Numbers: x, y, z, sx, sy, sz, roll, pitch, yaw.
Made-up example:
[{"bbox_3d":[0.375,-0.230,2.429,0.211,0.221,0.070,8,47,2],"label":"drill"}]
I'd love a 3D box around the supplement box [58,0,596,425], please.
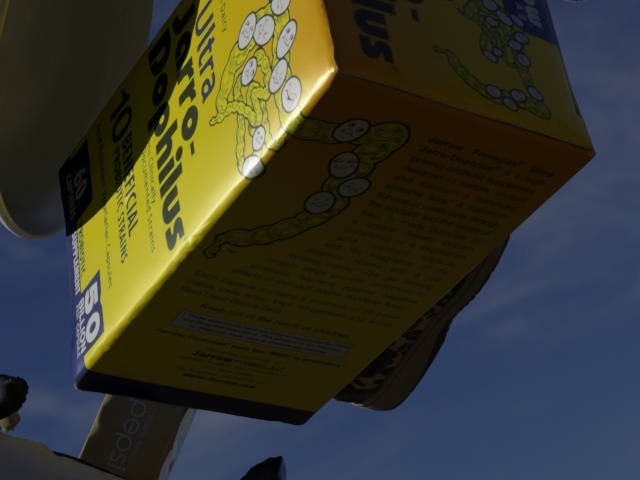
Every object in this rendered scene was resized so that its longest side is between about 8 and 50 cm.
[{"bbox_3d":[-0.016,-0.053,1.093,0.195,0.194,0.356,13,-41,-30],"label":"supplement box"}]

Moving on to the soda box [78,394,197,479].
[{"bbox_3d":[-0.132,0.134,1.216,0.058,0.061,0.181,96,-166,-64],"label":"soda box"}]

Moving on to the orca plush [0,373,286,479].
[{"bbox_3d":[-0.160,0.158,0.922,0.287,0.151,0.102,-9,-29,0],"label":"orca plush"}]

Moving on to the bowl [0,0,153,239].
[{"bbox_3d":[-0.242,-0.157,1.231,0.134,0.298,0.298,14,-18,12],"label":"bowl"}]

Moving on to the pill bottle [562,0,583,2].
[{"bbox_3d":[0.260,-0.304,1.459,0.272,0.152,0.152,-24,-21,-23],"label":"pill bottle"}]

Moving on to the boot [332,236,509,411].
[{"bbox_3d":[0.000,0.000,1.458,0.284,0.138,0.377,6,-50,-26],"label":"boot"}]

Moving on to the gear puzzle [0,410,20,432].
[{"bbox_3d":[-0.408,0.057,1.444,0.175,0.339,0.044,-33,12,48],"label":"gear puzzle"}]
